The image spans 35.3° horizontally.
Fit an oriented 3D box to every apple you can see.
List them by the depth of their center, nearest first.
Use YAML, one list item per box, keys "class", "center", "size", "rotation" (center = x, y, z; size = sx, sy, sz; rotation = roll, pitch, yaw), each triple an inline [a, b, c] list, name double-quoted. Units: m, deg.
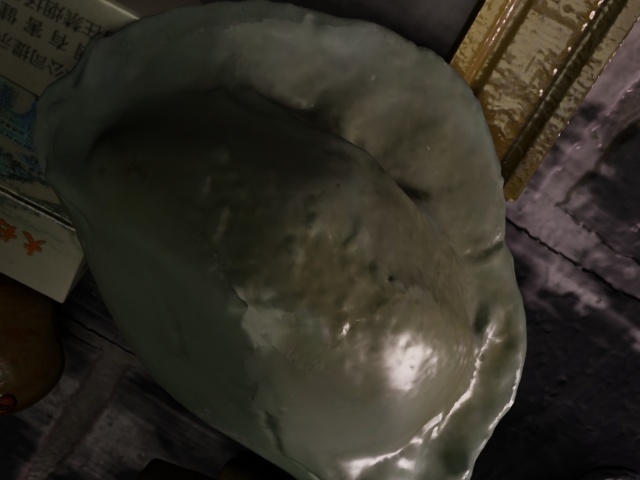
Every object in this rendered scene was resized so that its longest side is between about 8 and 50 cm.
- class: "apple"
  center: [-0.266, 0.083, 0.832]
  size: [0.102, 0.126, 0.126]
  rotation: [-15, 123, -17]

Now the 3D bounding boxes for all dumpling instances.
- class: "dumpling"
  center: [-0.013, 0.023, 0.630]
  size: [0.270, 0.212, 0.321]
  rotation: [-20, 125, 17]

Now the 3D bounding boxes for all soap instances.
- class: "soap"
  center: [0.148, -0.143, 0.641]
  size: [0.092, 0.037, 0.252]
  rotation: [27, 124, -3]

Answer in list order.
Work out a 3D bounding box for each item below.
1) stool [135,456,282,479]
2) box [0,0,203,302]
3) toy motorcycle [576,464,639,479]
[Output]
- class: "stool"
  center: [-0.027, 0.224, 0.791]
  size: [0.178, 0.272, 0.272]
  rotation: [21, 124, 14]
- class: "box"
  center: [-0.211, -0.094, 0.733]
  size: [0.164, 0.069, 0.256]
  rotation: [28, 123, -5]
- class: "toy motorcycle"
  center: [0.226, 0.283, 0.868]
  size: [0.152, 0.073, 0.225]
  rotation: [34, 122, -12]
